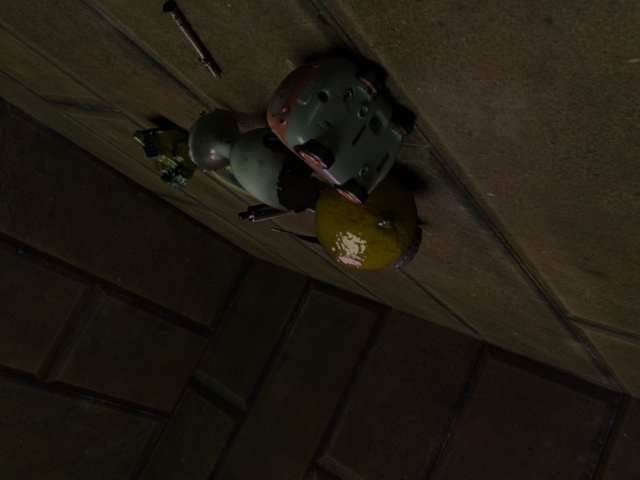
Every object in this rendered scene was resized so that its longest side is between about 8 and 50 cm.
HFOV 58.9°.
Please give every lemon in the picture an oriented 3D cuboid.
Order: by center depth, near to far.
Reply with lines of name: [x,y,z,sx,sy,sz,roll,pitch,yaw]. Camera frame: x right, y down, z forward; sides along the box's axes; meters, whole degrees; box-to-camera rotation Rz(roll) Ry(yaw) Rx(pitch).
lemon: [0.106,-0.051,1.345,0.267,0.267,0.267,26,170,5]

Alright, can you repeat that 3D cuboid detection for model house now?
model house: [-0.521,-0.296,1.897,0.211,0.170,0.194,33,170,-28]

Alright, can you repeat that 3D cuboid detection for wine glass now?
wine glass: [-0.150,-0.196,1.369,0.357,0.190,0.190,23,169,35]

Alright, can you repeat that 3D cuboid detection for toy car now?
toy car: [0.017,-0.208,1.026,0.212,0.180,0.270,30,175,41]

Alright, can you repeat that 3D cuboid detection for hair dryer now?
hair dryer: [-0.056,-0.064,1.637,0.320,0.284,0.155,18,133,49]

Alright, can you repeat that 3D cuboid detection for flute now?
flute: [-0.253,-0.395,1.148,0.027,0.027,0.233,23,169,19]

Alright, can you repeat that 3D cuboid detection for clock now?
clock: [-0.240,-0.227,1.740,0.235,0.096,0.308,23,169,24]

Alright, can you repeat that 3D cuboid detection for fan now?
fan: [0.000,0.001,1.593,0.335,0.011,0.229,14,-176,29]

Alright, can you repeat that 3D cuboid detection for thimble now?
thimble: [0.210,0.000,1.609,0.098,0.150,0.150,26,171,-22]
